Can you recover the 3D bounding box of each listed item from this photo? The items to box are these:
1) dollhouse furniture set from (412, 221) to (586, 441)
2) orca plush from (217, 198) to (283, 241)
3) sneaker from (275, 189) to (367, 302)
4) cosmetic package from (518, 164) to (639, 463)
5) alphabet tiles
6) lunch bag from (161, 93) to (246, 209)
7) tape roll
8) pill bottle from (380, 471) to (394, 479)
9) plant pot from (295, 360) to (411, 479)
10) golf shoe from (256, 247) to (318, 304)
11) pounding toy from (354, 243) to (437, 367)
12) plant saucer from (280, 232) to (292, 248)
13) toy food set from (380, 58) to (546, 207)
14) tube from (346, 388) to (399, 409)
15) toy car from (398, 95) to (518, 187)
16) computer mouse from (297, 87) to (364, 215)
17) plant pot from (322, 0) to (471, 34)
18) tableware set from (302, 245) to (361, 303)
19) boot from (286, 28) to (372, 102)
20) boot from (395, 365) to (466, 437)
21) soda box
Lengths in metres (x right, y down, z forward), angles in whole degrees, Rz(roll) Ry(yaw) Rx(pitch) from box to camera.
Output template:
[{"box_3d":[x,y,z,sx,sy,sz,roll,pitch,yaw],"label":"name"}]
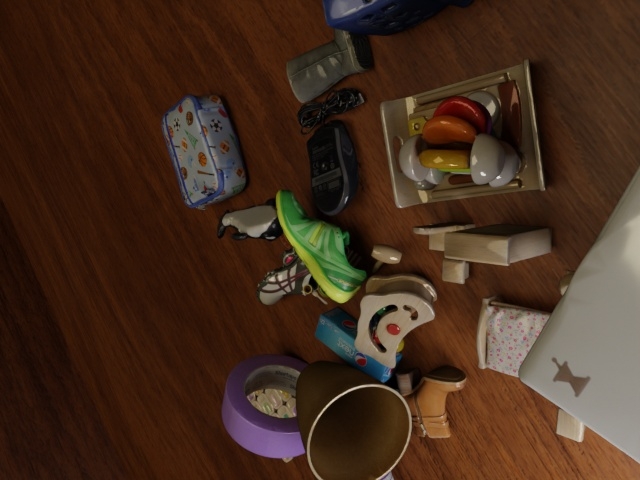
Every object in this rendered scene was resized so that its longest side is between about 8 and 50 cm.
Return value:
[{"box_3d":[0.299,0.155,0.955,0.303,0.173,0.356,8,101,47],"label":"dollhouse furniture set"},{"box_3d":[-0.175,-0.022,1.436,0.287,0.151,0.102,-10,127,41],"label":"orca plush"},{"box_3d":[0.000,0.000,1.226,0.123,0.109,0.296,-35,78,-1],"label":"sneaker"},{"box_3d":[0.507,0.068,0.624,0.327,0.393,0.330,36,125,30],"label":"cosmetic package"},{"box_3d":[-0.143,0.521,1.618,0.278,0.021,0.284,54,131,16],"label":"alphabet tiles"},{"box_3d":[-0.336,-0.240,1.513,0.243,0.114,0.304,-14,91,46],"label":"lunch bag"},{"box_3d":[-0.111,0.416,1.380,0.274,0.274,0.090,32,123,32],"label":"tape roll"},{"box_3d":[0.104,0.535,1.333,0.108,0.108,0.194,-24,85,44],"label":"pill bottle"},{"box_3d":[0.039,0.380,1.215,0.254,0.237,0.237,-152,56,-66],"label":"plant pot"},{"box_3d":[-0.072,0.105,1.377,0.120,0.105,0.273,50,131,11],"label":"golf shoe"},{"box_3d":[0.172,0.131,1.179,0.154,0.155,0.270,12,124,10],"label":"pounding toy"},{"box_3d":[-0.075,-0.019,1.401,0.083,0.013,0.084,14,111,40],"label":"plant saucer"},{"box_3d":[0.253,-0.182,0.994,0.306,0.092,0.220,-4,100,43],"label":"toy food set"},{"box_3d":[0.107,0.388,1.328,0.062,0.070,0.240,40,148,-29],"label":"tube"},{"box_3d":[0.221,-0.157,0.853,0.159,0.182,0.136,7,96,33],"label":"toy car"},{"box_3d":[0.037,-0.191,1.216,0.188,0.072,0.273,-9,84,46],"label":"computer mouse"},{"box_3d":[0.138,-0.497,0.920,0.212,0.236,0.236,-1,102,36],"label":"plant pot"},{"box_3d":[0.016,0.068,1.272,0.104,0.024,0.154,38,99,5],"label":"tableware set"},{"box_3d":[0.007,-0.420,1.179,0.208,0.076,0.190,-5,96,50],"label":"boot"},{"box_3d":[0.256,0.355,1.167,0.197,0.072,0.153,-19,88,56],"label":"boot"},{"box_3d":[0.087,0.250,1.292,0.210,0.067,0.071,34,123,32],"label":"soda box"}]
